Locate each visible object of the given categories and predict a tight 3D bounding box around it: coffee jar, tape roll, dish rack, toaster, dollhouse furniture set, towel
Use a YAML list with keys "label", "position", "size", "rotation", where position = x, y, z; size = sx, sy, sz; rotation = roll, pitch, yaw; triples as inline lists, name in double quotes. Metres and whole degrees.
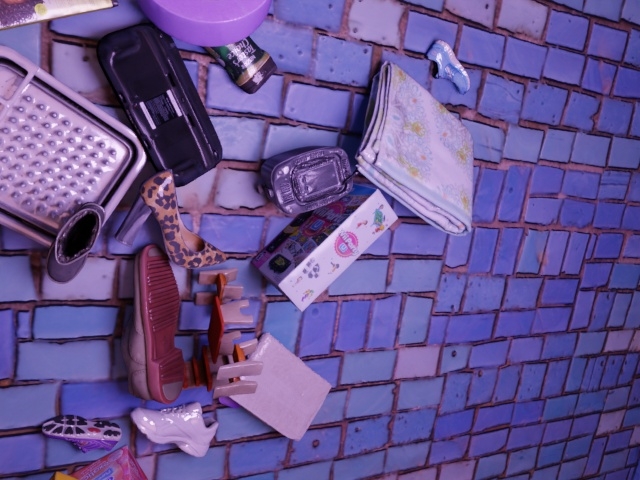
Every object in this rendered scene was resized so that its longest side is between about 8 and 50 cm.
- label: "coffee jar"
  position: [-0.182, -0.404, 1.045]
  size: [0.184, 0.079, 0.096]
  rotation: [43, 82, -29]
- label: "tape roll"
  position: [-0.221, -0.517, 0.932]
  size: [0.275, 0.090, 0.274]
  rotation: [2, 83, -14]
- label: "dish rack"
  position: [-0.541, -0.162, 0.940]
  size: [0.333, 0.072, 0.285]
  rotation: [35, 86, -29]
- label: "toaster"
  position: [-0.031, -0.151, 1.147]
  size: [0.227, 0.146, 0.129]
  rotation: [-23, 113, -19]
- label: "dollhouse furniture set"
  position: [-0.240, 0.233, 1.104]
  size: [0.135, 0.262, 0.259]
  rotation: [-3, 136, -23]
- label: "towel"
  position: [-0.105, 0.388, 1.295]
  size: [0.282, 0.049, 0.187]
  rotation: [47, 66, -27]
- label: "towel"
  position: [0.255, -0.225, 1.220]
  size: [0.374, 0.090, 0.320]
  rotation: [31, 58, -30]

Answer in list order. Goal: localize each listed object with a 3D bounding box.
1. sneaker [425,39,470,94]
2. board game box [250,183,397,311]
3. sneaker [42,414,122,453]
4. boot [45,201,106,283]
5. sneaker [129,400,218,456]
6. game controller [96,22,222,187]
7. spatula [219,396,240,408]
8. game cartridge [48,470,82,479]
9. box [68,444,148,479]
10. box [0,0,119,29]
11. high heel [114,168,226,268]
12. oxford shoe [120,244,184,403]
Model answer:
- label: "sneaker"
  position: [0.332, -0.447, 1.305]
  size: [0.073, 0.063, 0.162]
  rotation: [-41, 114, 9]
- label: "board game box"
  position: [0.000, 0.000, 1.161]
  size: [0.303, 0.224, 0.097]
  rotation: [-44, 115, -10]
- label: "sneaker"
  position: [-0.539, 0.445, 1.108]
  size: [0.170, 0.068, 0.071]
  rotation: [25, 97, -30]
- label: "boot"
  position: [-0.440, 0.016, 0.880]
  size: [0.076, 0.208, 0.189]
  rotation: [23, 93, -29]
- label: "sneaker"
  position: [-0.347, 0.433, 1.195]
  size: [0.232, 0.090, 0.115]
  rotation: [40, 78, -38]
- label: "game controller"
  position: [-0.317, -0.272, 1.006]
  size: [0.166, 0.067, 0.319]
  rotation: [-38, 117, -32]
- label: "spatula"
  position: [-0.150, 0.449, 1.317]
  size: [0.296, 0.030, 0.084]
  rotation: [42, 82, -29]
- label: "game cartridge"
  position: [-0.494, 0.659, 1.039]
  size: [0.324, 0.053, 0.285]
  rotation: [39, 89, -29]
- label: "box"
  position: [-0.461, 0.665, 1.159]
  size: [0.154, 0.142, 0.299]
  rotation: [-24, 113, -16]
- label: "box"
  position: [-0.490, -0.436, 0.875]
  size: [0.232, 0.058, 0.087]
  rotation: [-29, 119, -28]
- label: "high heel"
  position: [-0.276, -0.039, 1.052]
  size: [0.261, 0.093, 0.186]
  rotation: [21, 114, -41]
- label: "oxford shoe"
  position: [-0.390, 0.184, 1.081]
  size: [0.130, 0.123, 0.348]
  rotation: [-4, 88, 19]
